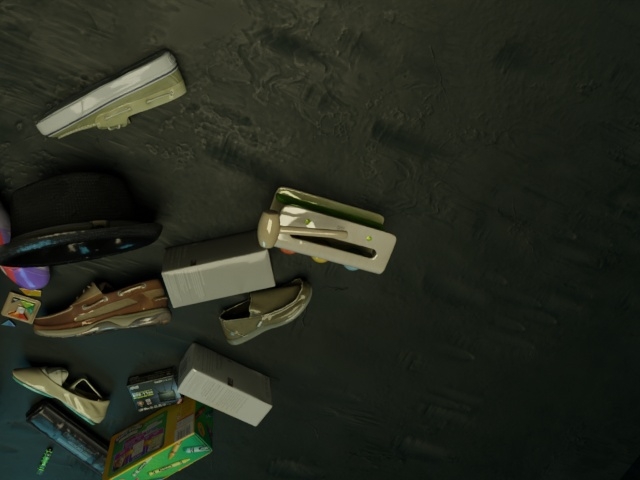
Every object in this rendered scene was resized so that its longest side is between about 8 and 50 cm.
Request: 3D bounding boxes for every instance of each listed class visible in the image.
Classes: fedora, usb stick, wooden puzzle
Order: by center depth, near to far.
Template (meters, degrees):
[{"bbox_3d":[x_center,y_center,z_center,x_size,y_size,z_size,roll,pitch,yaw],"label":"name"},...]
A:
[{"bbox_3d":[-0.499,-0.047,1.251,0.334,0.334,0.153,-12,84,-3],"label":"fedora"},{"bbox_3d":[-0.693,0.156,1.424,0.078,0.014,0.116,18,112,-17],"label":"wooden puzzle"},{"bbox_3d":[-0.633,0.512,1.587,0.077,0.045,0.278,-39,115,2],"label":"usb stick"}]

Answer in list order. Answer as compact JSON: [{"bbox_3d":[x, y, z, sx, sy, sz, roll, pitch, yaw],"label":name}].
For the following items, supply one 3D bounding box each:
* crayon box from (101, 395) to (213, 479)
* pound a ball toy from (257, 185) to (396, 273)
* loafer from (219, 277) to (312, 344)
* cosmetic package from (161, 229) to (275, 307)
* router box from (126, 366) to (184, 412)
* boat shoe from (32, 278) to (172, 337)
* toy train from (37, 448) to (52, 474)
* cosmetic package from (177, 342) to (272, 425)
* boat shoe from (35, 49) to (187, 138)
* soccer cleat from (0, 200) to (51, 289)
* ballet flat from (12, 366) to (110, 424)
[{"bbox_3d":[-0.408,0.516,1.558,0.278,0.165,0.081,-30,116,6],"label":"crayon box"},{"bbox_3d":[0.000,0.000,1.354,0.319,0.208,0.136,14,112,-16],"label":"pound a ball toy"},{"bbox_3d":[-0.135,0.161,1.472,0.251,0.094,0.087,-31,121,6],"label":"loafer"},{"bbox_3d":[-0.226,0.060,1.392,0.237,0.127,0.107,-15,116,-4],"label":"cosmetic package"},{"bbox_3d":[-0.417,0.379,1.562,0.122,0.038,0.092,-13,116,-3],"label":"router box"},{"bbox_3d":[-0.499,0.154,1.412,0.324,0.123,0.117,-9,83,5],"label":"boat shoe"},{"bbox_3d":[-0.725,0.582,1.617,0.017,0.024,0.083,23,110,-19],"label":"toy train"},{"bbox_3d":[-0.237,0.359,1.539,0.231,0.117,0.085,29,109,-22],"label":"cosmetic package"},{"bbox_3d":[-0.409,-0.268,1.217,0.302,0.109,0.094,-26,119,1],"label":"boat shoe"},{"bbox_3d":[-0.681,-0.011,1.287,0.108,0.116,0.318,-21,117,1],"label":"soccer cleat"},{"bbox_3d":[-0.623,0.358,1.505,0.086,0.086,0.248,-43,116,12],"label":"ballet flat"}]
